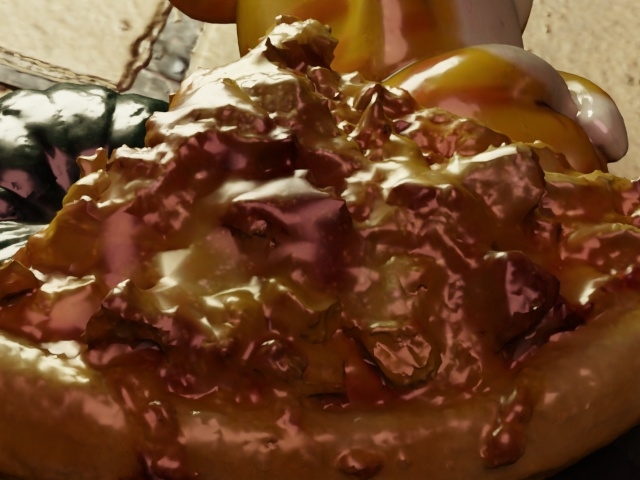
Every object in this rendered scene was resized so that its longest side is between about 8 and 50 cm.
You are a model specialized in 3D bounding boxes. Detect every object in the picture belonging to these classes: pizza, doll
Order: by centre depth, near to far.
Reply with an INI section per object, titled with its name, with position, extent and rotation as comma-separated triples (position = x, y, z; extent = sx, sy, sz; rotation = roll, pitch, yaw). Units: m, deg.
[pizza]
position = 0.000, 0.000, 0.661
extent = 0.336, 0.086, 0.226
rotation = -7, 57, -12
[doll]
position = 0.049, -0.067, 0.859
extent = 0.162, 0.167, 0.269
rotation = -38, 53, 18

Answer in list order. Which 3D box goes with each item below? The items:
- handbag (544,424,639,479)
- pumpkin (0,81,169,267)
[handbag]
position = 0.075, 0.178, 0.690
extent = 0.254, 0.181, 0.181
rotation = -34, 59, -26
[pumpkin]
position = -0.103, 0.035, 0.768
extent = 0.221, 0.162, 0.220
rotation = 6, 47, -6
